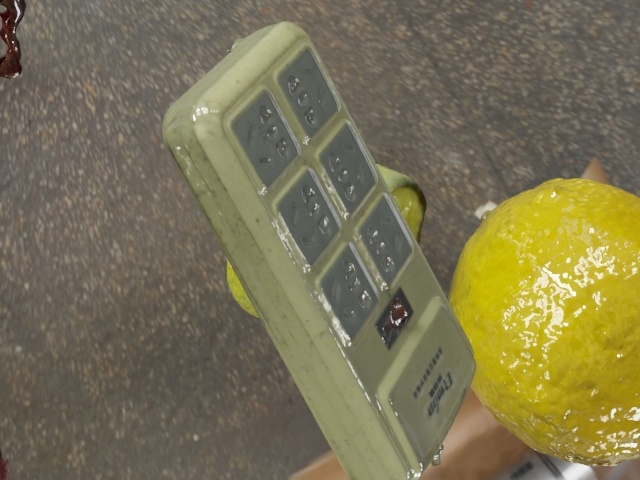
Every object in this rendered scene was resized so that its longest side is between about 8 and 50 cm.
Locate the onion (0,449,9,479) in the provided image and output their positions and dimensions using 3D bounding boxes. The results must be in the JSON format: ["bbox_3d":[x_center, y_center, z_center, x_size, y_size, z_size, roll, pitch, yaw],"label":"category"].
[{"bbox_3d":[-0.399,0.206,1.104,0.218,0.140,0.195,4,134,28],"label":"onion"}]

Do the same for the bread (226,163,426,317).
[{"bbox_3d":[0.000,0.000,0.845,0.111,0.114,0.129,-10,110,-60],"label":"bread"}]

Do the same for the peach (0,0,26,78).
[{"bbox_3d":[-0.208,-0.027,0.307,0.279,0.068,0.189,-9,123,19],"label":"peach"}]

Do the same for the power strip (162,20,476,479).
[{"bbox_3d":[0.008,0.012,0.419,0.028,0.076,0.169,-12,117,36],"label":"power strip"}]

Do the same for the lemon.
[{"bbox_3d":[0.188,0.057,0.880,0.192,0.231,0.192,-25,141,-22],"label":"lemon"}]
